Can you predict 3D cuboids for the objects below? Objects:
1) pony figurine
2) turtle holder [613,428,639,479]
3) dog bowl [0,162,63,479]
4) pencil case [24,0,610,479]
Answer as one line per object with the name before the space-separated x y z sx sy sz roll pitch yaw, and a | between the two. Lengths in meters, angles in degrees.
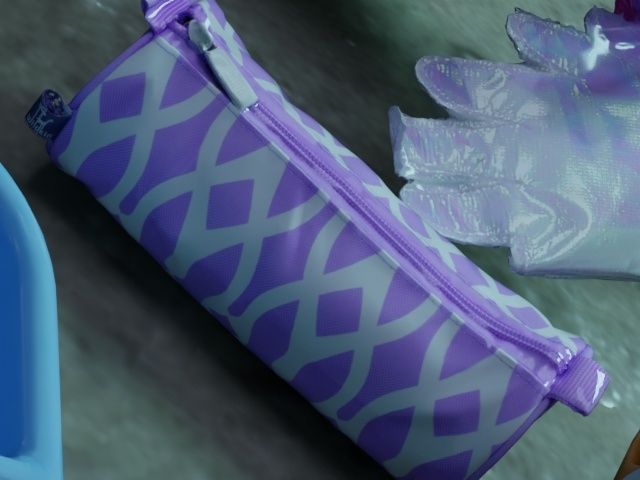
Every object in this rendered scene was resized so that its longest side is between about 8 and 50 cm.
pony figurine | 0.187 -0.125 0.755 0.351 0.363 0.303 14 41 -26
turtle holder | 0.206 0.160 0.547 0.227 0.243 0.320 -2 90 -31
dog bowl | -0.134 0.057 0.393 0.166 0.074 0.297 24 35 -29
pencil case | 0.000 0.000 0.606 0.206 0.088 0.086 42 42 -2
